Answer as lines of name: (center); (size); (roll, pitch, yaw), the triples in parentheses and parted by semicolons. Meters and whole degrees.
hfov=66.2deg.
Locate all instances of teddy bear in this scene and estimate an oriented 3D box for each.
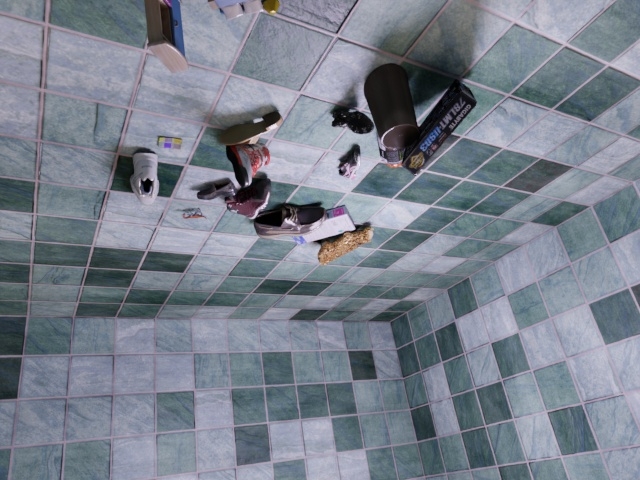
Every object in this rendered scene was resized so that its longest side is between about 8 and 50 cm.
teddy bear: (0.130, 0.012, 2.592); (0.338, 0.113, 0.245); (-27, 177, 12)

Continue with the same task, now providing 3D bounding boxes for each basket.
basket: (0.241, -0.432, 1.640); (0.154, 0.226, 0.204); (-9, 154, -1)

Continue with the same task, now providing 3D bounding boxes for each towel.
towel: (-0.544, -0.352, 1.776); (0.083, 0.009, 0.060); (3, 152, -25)

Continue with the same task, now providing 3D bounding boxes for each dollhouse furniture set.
dollhouse furniture set: (-0.264, -0.565, 1.148); (0.304, 0.197, 0.286); (-10, 172, 7)

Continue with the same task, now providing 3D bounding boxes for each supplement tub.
supplement tub: (0.281, -0.372, 1.898); (0.117, 0.116, 0.190); (-13, 153, 6)

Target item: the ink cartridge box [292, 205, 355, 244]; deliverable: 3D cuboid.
ink cartridge box: (0.003, -0.073, 2.465); (0.311, 0.065, 0.186); (-17, 154, 9)

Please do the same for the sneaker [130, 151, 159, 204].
sneaker: (-0.675, -0.212, 1.879); (0.111, 0.129, 0.297); (-3, 154, -17)

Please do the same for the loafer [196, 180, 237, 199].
loafer: (-0.438, -0.214, 2.050); (0.170, 0.062, 0.061); (-13, 132, -1)

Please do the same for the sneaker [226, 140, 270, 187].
sneaker: (-0.242, -0.283, 1.755); (0.145, 0.270, 0.090); (-6, 127, -21)

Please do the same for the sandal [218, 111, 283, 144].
sandal: (-0.237, -0.375, 1.749); (0.240, 0.088, 0.079); (-20, 148, 9)

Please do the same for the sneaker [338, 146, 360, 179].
sneaker: (0.117, -0.313, 2.020); (0.077, 0.071, 0.178); (6, 146, -8)

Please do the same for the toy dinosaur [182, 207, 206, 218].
toy dinosaur: (-0.568, -0.113, 2.188); (0.082, 0.090, 0.047); (-34, 145, -24)

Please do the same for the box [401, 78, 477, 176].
box: (0.392, -0.385, 1.649); (0.073, 0.293, 0.295); (36, 116, -4)

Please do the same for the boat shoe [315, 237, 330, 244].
boat shoe: (0.000, 0.000, 2.627); (0.136, 0.045, 0.050); (13, 146, -38)

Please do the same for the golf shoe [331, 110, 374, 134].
golf shoe: (0.130, -0.419, 1.729); (0.094, 0.198, 0.077); (-5, 115, -41)

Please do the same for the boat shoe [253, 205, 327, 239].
boat shoe: (-0.146, -0.093, 2.298); (0.356, 0.132, 0.130); (-14, 154, 7)

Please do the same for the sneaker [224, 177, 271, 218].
sneaker: (-0.321, -0.179, 2.097); (0.163, 0.106, 0.281); (7, 150, -25)
